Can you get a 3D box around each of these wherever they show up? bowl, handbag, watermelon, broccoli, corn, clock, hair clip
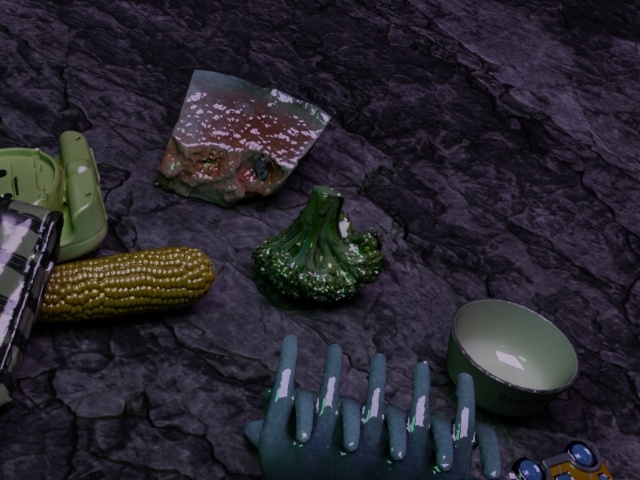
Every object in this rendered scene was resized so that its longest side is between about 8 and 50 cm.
[{"bbox_3d":[0.286,0.196,1.967,0.211,0.112,0.211,13,38,-10],"label":"bowl"},{"bbox_3d":[-0.530,0.081,1.643,0.325,0.162,0.327,12,53,-4],"label":"handbag"},{"bbox_3d":[-0.129,-0.190,2.226,0.264,0.151,0.302,20,36,-2],"label":"watermelon"},{"bbox_3d":[0.000,0.000,2.015,0.219,0.194,0.194,13,37,-1],"label":"broccoli"},{"bbox_3d":[-0.294,0.067,1.870,0.310,0.101,0.101,-9,46,-26],"label":"corn"},{"bbox_3d":[-0.478,-0.046,1.875,0.308,0.096,0.235,-15,40,-7],"label":"clock"},{"bbox_3d":[0.060,0.289,1.644,0.318,0.238,0.392,14,37,-5],"label":"hair clip"}]

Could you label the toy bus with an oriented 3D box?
[{"bbox_3d":[0.326,0.375,1.753,0.209,0.126,0.136,-10,55,-35],"label":"toy bus"}]
